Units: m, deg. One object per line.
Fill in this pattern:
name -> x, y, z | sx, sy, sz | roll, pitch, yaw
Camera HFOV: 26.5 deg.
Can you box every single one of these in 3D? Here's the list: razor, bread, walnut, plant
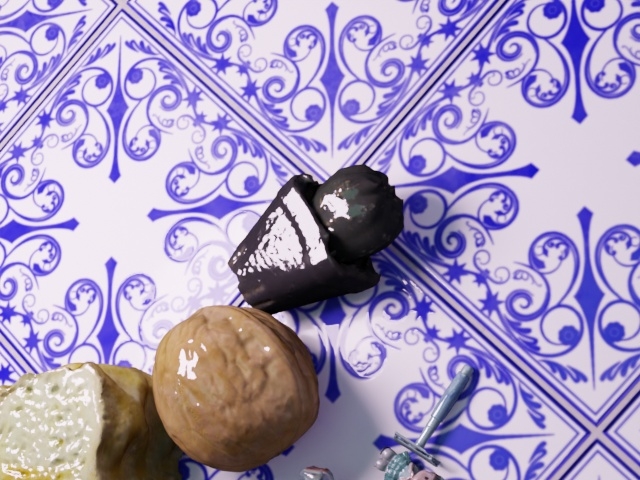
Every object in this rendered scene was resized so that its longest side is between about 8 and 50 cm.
razor -> 0.158, 0.220, 1.770 | 0.068, 0.040, 0.135 | 30, 83, 26
bread -> -0.311, 0.268, 1.826 | 0.238, 0.252, 0.196 | -26, 69, 11
walnut -> -0.113, 0.188, 1.786 | 0.228, 0.228, 0.228 | -6, 73, 21
plant -> 0.000, 0.000, 1.838 | 0.256, 0.142, 0.164 | -33, 65, 23

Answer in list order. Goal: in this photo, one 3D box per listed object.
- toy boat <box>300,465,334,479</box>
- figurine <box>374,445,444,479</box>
toy boat -> 0.040, 0.360, 1.728 | 0.262, 0.114, 0.115 | 12, 93, 20
figurine -> 0.115, 0.311, 1.754 | 0.106, 0.047, 0.060 | 34, 74, 30
